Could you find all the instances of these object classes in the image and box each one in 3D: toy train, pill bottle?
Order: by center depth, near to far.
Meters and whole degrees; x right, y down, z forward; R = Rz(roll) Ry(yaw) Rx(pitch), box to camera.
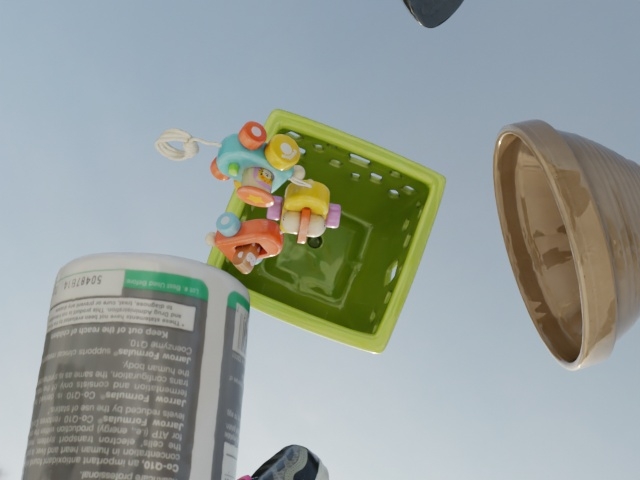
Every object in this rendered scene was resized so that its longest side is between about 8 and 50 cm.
[{"bbox_3d":[-0.055,-0.021,0.694,0.125,0.046,0.166,-7,-33,17],"label":"toy train"},{"bbox_3d":[-0.182,0.209,0.889,0.204,0.204,0.361,-18,-120,43],"label":"pill bottle"}]

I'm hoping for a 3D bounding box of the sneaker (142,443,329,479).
[{"bbox_3d":[-0.061,0.131,0.412,0.075,0.170,0.063,50,-48,6],"label":"sneaker"}]

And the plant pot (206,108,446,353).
[{"bbox_3d":[0.000,0.000,1.128,0.227,0.228,0.207,22,-9,-1],"label":"plant pot"}]

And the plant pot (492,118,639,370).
[{"bbox_3d":[0.250,-0.006,0.858,0.109,0.237,0.238,-15,-73,-3],"label":"plant pot"}]

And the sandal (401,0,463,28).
[{"bbox_3d":[0.058,-0.188,0.566,0.067,0.179,0.040,-46,-126,7],"label":"sandal"}]
